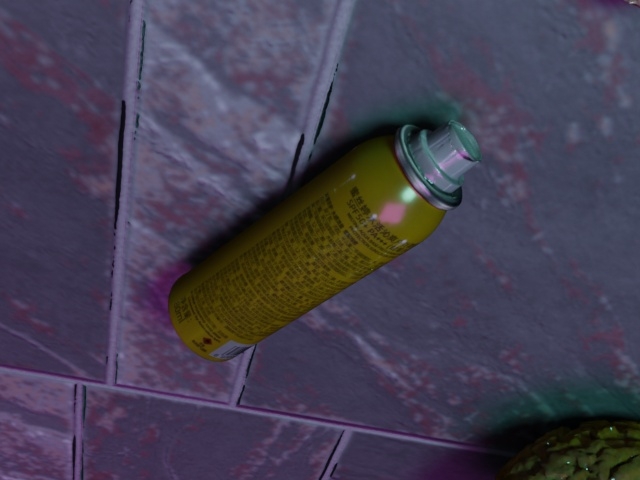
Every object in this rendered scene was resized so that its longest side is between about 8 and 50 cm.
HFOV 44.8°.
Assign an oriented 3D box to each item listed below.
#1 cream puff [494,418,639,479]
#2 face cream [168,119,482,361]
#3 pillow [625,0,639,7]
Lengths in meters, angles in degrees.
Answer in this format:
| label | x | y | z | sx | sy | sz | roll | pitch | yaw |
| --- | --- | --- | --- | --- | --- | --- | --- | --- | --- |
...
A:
| label | x | y | z | sx | sy | sz | roll | pitch | yaw |
| --- | --- | --- | --- | --- | --- | --- | --- | --- | --- |
| cream puff | 0.348 | 0.360 | 0.979 | 0.343 | 0.231 | 0.327 | -27 | 133 | 19 |
| face cream | 0.000 | 0.000 | 0.732 | 0.105 | 0.105 | 0.349 | 36 | 127 | -28 |
| pillow | 0.208 | -0.263 | 0.482 | 0.270 | 0.067 | 0.173 | 32 | 123 | -25 |
